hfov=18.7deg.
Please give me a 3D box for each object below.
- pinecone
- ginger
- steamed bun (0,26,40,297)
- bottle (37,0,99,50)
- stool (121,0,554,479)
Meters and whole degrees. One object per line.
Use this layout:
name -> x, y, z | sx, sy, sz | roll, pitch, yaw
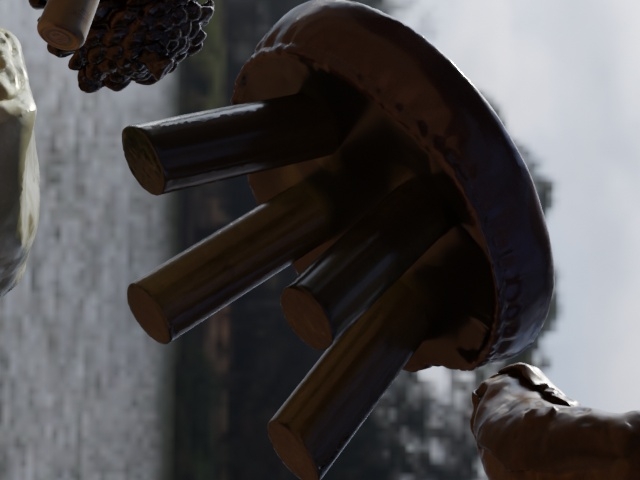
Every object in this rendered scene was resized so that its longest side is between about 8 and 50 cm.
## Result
pinecone -> -0.243, -0.311, 2.356 | 0.224, 0.224, 0.272 | 100, -29, -64
ginger -> 0.258, 0.238, 2.110 | 0.321, 0.165, 0.172 | 21, -102, 55
steamed bun -> -0.316, -0.023, 1.195 | 0.276, 0.289, 0.203 | -115, -160, -60
bottle -> -0.220, -0.222, 1.757 | 0.045, 0.045, 0.096 | 100, 7, -64
stool -> 0.000, 0.000, 1.254 | 0.272, 0.178, 0.272 | 39, -31, 29
